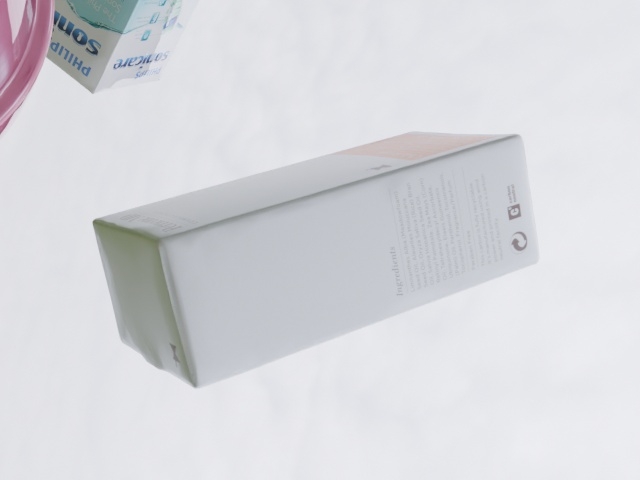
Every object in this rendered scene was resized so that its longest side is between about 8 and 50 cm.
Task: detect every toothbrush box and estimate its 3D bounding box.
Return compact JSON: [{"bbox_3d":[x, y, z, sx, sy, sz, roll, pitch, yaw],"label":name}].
[{"bbox_3d":[-0.200,-0.321,0.929,0.295,0.216,0.126,-58,169,24],"label":"toothbrush box"}]

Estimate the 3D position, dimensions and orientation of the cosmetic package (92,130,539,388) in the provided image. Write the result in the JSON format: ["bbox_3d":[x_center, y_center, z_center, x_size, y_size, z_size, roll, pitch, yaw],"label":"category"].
[{"bbox_3d":[0.000,0.000,1.136,0.230,0.453,0.162,12,-63,60],"label":"cosmetic package"}]

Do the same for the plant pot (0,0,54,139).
[{"bbox_3d":[-0.213,-0.132,0.438,0.180,0.201,0.201,-24,-135,65],"label":"plant pot"}]
